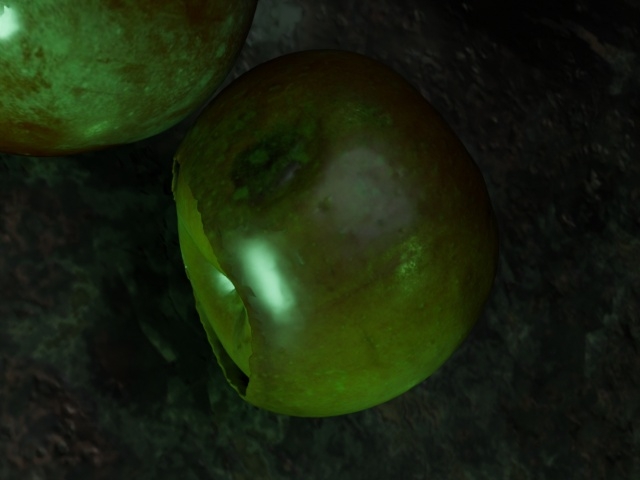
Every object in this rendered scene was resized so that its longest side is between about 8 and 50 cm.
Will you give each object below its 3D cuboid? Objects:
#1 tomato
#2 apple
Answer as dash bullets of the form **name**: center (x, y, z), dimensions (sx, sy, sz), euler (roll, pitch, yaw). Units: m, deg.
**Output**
- **tomato**: center (-0.157, -0.189, 1.055), dimensions (0.270, 0.222, 0.270), euler (14, 64, -31)
- **apple**: center (0.000, 0.000, 1.109), dimensions (0.207, 0.237, 0.237), euler (-38, 100, -21)
